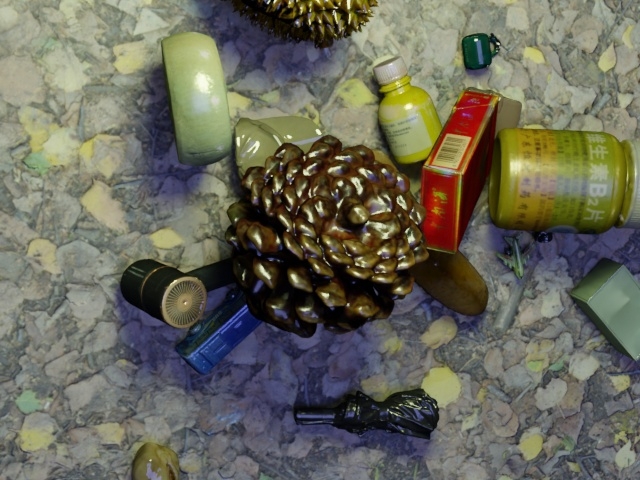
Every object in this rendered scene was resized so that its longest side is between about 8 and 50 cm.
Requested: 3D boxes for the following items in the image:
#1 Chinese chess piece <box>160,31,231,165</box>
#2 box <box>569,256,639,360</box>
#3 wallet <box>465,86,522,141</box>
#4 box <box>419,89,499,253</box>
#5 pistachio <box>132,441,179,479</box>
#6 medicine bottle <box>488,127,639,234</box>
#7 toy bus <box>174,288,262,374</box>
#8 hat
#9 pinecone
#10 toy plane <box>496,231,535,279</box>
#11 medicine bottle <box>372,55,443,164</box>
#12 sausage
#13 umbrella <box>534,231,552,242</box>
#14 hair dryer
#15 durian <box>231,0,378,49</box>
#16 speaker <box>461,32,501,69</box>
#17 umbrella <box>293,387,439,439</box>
[{"bbox_3d":[-0.237,-0.265,1.616,0.101,0.250,0.250,-10,105,-11],"label":"Chinese chess piece"},{"bbox_3d":[0.734,0.168,2.105,0.129,0.086,0.225,-45,111,-3],"label":"box"},{"bbox_3d":[0.375,-0.276,1.920,0.153,0.039,0.118,12,103,-22],"label":"wallet"},{"bbox_3d":[0.284,-0.147,1.760,0.089,0.313,0.197,12,131,19],"label":"box"},{"bbox_3d":[-0.356,0.506,1.832,0.113,0.113,0.149,12,105,-19],"label":"pistachio"},{"bbox_3d":[0.568,-0.124,1.852,0.384,0.224,0.224,3,102,2],"label":"medicine bottle"},{"bbox_3d":[-0.197,0.179,1.810,0.236,0.094,0.079,-43,111,-5],"label":"toy bus"},{"bbox_3d":[-0.079,-0.179,1.759,0.173,0.144,0.166,-10,108,8],"label":"hat"},{"bbox_3d":[0.000,0.000,1.658,0.398,0.398,0.398,-4,103,-17],"label":"pinecone"},{"bbox_3d":[0.460,0.038,2.014,0.102,0.040,0.111,-12,106,-13],"label":"toy plane"},{"bbox_3d":[0.178,-0.278,1.813,0.122,0.122,0.212,-27,108,-10],"label":"medicine bottle"},{"bbox_3d":[0.210,0.002,1.887,0.501,0.123,0.136,48,52,-21],"label":"sausage"},{"bbox_3d":[0.527,-0.087,2.003,0.046,0.050,0.188,-11,106,-37],"label":"umbrella"},{"bbox_3d":[-0.222,0.070,1.776,0.352,0.189,0.107,-18,112,-37],"label":"hair dryer"},{"bbox_3d":[-0.059,-0.533,1.566,0.347,0.347,0.384,-27,109,-10],"label":"durian"},{"bbox_3d":[0.350,-0.417,1.879,0.094,0.060,0.075,-27,113,-47],"label":"speaker"},{"bbox_3d":[0.108,0.399,1.961,0.340,0.118,0.118,0,102,-12],"label":"umbrella"}]
